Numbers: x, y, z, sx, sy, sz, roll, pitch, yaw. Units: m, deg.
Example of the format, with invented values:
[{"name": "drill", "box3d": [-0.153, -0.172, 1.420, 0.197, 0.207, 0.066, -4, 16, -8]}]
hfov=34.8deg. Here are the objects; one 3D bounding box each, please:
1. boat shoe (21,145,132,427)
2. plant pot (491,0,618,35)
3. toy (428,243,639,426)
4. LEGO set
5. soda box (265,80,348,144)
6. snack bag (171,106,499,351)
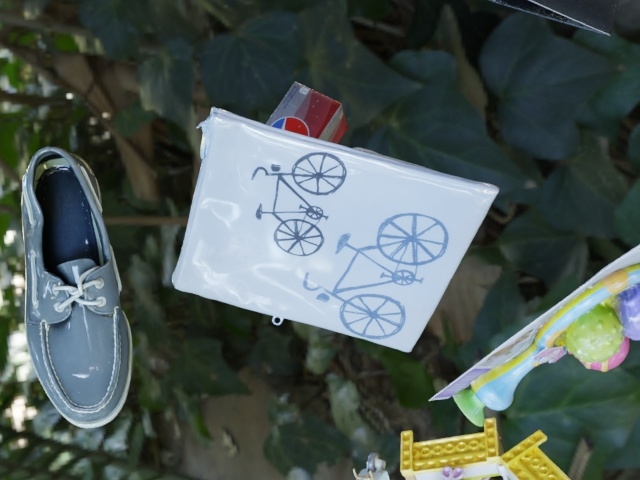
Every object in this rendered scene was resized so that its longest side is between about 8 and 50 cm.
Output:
[{"name": "boat shoe", "box3d": [-0.280, 0.046, 1.130, 0.099, 0.116, 0.319, 104, 157, -72]}, {"name": "plant pot", "box3d": [0.210, -0.333, 1.057, 0.188, 0.187, 0.167, 32, 107, 48]}, {"name": "toy", "box3d": [0.212, 0.079, 0.814, 0.237, 0.137, 0.056, -36, 68, 20]}, {"name": "LEGO set", "box3d": [0.172, 0.251, 0.937, 0.287, 0.132, 0.107, 5, 136, 32]}, {"name": "soda box", "box3d": [-0.065, -0.105, 1.551, 0.092, 0.263, 0.083, 29, 167, 18]}, {"name": "snack bag", "box3d": [0.000, 0.000, 1.227, 0.323, 0.343, 0.037, 110, 172, -47]}]
